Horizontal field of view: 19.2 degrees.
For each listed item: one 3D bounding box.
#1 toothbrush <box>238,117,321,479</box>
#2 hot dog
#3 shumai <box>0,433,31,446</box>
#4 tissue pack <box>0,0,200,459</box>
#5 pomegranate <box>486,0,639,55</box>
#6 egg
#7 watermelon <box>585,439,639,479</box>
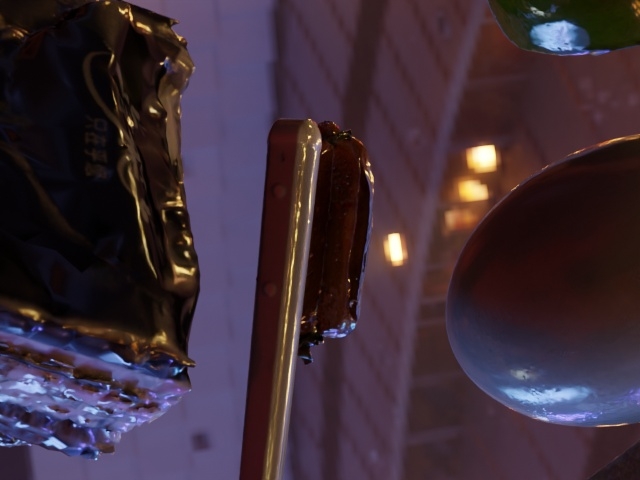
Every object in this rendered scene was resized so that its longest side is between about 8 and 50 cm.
[{"bbox_3d":[-0.025,0.113,0.862,0.030,0.025,0.342,15,78,-66],"label":"toothbrush"},{"bbox_3d":[0.000,0.000,1.416,0.055,0.072,0.188,-113,-153,-61],"label":"hot dog"},{"bbox_3d":[-0.220,0.136,1.456,0.080,0.082,0.083,39,-14,43],"label":"shumai"},{"bbox_3d":[-0.206,-0.057,0.861,0.123,0.332,0.245,-39,-140,41],"label":"tissue pack"},{"bbox_3d":[0.209,-0.266,1.497,0.241,0.190,0.159,-92,165,-57],"label":"pomegranate"},{"bbox_3d":[0.225,0.029,1.368,0.203,0.283,0.203,53,22,-33],"label":"egg"},{"bbox_3d":[0.397,0.175,1.502,0.228,0.387,0.258,17,79,-78],"label":"watermelon"}]
